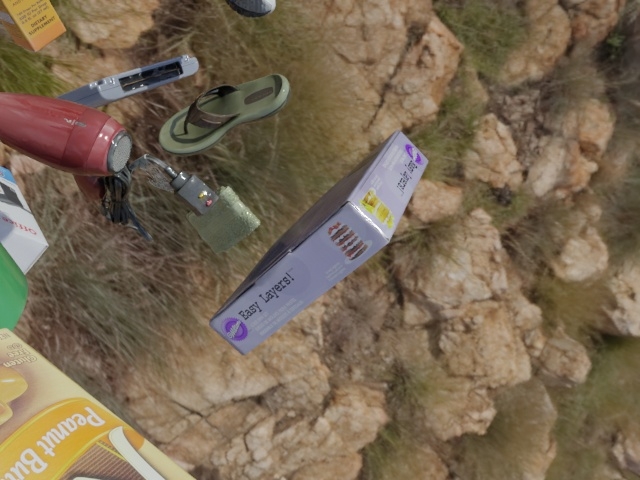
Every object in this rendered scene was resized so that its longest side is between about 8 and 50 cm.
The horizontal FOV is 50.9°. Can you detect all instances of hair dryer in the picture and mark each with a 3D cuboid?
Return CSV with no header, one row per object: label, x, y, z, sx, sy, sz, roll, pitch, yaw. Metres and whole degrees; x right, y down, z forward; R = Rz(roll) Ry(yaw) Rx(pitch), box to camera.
hair dryer,-0.292,-0.082,0.818,0.293,0.224,0.080,40,52,-29

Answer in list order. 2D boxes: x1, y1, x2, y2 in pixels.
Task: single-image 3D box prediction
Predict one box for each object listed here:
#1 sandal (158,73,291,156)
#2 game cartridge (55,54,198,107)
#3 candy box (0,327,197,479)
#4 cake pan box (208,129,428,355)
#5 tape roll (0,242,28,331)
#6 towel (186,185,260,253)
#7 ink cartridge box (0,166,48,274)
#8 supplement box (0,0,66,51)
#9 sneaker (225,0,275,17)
sandal,-0.209,-0.276,1.386,0.303,0.120,0.086,-24,151,14
game cartridge,-0.447,-0.358,1.553,0.297,0.198,0.062,-36,109,-46
candy box,-0.172,0.183,0.392,0.183,0.316,0.087,-17,131,-59
cake pan box,0.000,0.000,0.833,0.070,0.246,0.267,47,120,-5
tape roll,-0.478,0.101,0.711,0.321,0.321,0.077,-37,124,-19
towel,-0.191,-0.037,1.310,0.110,0.148,0.027,49,41,-12
ink cartridge box,-0.754,-0.069,1.441,0.129,0.307,0.223,-47,144,6
supplement box,-0.537,-0.444,1.145,0.078,0.080,0.233,-46,139,-21
sneaker,-0.158,-0.563,1.341,0.129,0.297,0.111,-21,155,-25
